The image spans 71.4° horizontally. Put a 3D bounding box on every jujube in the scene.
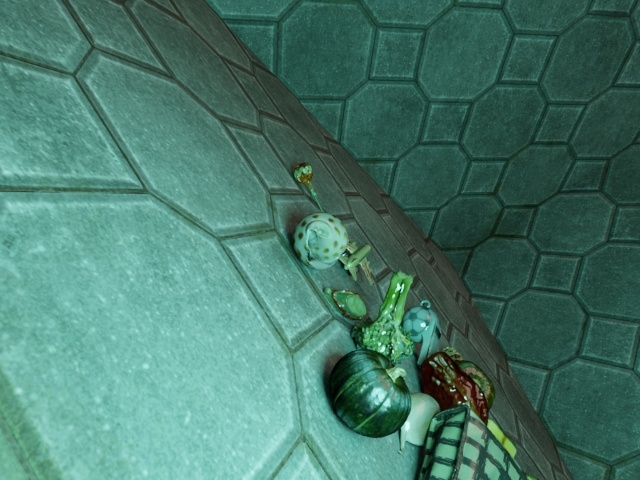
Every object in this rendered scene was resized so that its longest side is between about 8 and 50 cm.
[{"bbox_3d":[0.453,0.529,1.522,0.197,0.197,0.290,30,29,-49],"label":"jujube"}]

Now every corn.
[{"bbox_3d":[0.593,0.576,1.916,0.098,0.098,0.290,43,19,-27],"label":"corn"}]

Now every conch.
[{"bbox_3d":[0.000,0.000,1.444,0.148,0.183,0.275,25,-3,37],"label":"conch"}]

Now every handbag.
[{"bbox_3d":[0.396,0.656,1.133,0.325,0.162,0.327,50,35,-1],"label":"handbag"}]

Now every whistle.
[{"bbox_3d":[0.392,0.367,1.777,0.163,0.163,0.290,41,58,-32],"label":"whistle"}]

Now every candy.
[{"bbox_3d":[-0.024,-0.197,1.872,0.288,0.084,0.078,62,16,5],"label":"candy"}]

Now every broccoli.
[{"bbox_3d":[0.185,0.233,1.337,0.198,0.275,0.177,-9,22,-43],"label":"broccoli"}]

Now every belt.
[{"bbox_3d":[0.250,0.350,1.542,0.151,0.079,0.121,40,31,-5],"label":"belt"}]

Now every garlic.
[{"bbox_3d":[0.270,0.516,1.285,0.266,0.129,0.148,15,29,-45],"label":"garlic"}]

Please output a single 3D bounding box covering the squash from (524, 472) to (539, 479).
[{"bbox_3d":[0.565,0.778,1.295,0.133,0.220,0.220,43,21,-36],"label":"squash"}]

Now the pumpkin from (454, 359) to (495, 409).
[{"bbox_3d":[0.563,0.577,1.725,0.218,0.162,0.219,12,42,-11],"label":"pumpkin"}]

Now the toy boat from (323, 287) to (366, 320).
[{"bbox_3d":[0.091,0.206,1.420,0.185,0.071,0.089,42,64,-29],"label":"toy boat"}]

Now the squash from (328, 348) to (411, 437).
[{"bbox_3d":[0.119,0.358,1.060,0.218,0.173,0.218,22,9,-4],"label":"squash"}]

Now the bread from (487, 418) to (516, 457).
[{"bbox_3d":[0.528,0.757,1.524,0.168,0.163,0.264,51,53,-12],"label":"bread"}]

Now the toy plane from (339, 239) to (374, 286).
[{"bbox_3d":[0.138,0.066,1.725,0.242,0.104,0.256,51,19,1],"label":"toy plane"}]
